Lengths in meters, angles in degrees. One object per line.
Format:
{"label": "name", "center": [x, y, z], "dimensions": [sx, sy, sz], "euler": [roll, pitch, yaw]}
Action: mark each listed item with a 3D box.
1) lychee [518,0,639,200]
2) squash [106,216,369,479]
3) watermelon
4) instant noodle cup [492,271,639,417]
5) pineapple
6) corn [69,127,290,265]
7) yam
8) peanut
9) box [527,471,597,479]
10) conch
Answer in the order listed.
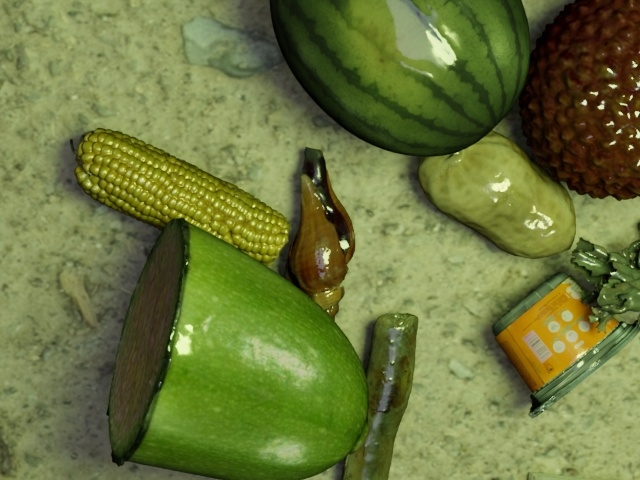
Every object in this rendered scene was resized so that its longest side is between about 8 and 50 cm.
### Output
{"label": "lychee", "center": [0.380, -0.179, 1.444], "dimensions": [0.276, 0.304, 0.275], "euler": [-7, 129, -8]}
{"label": "squash", "center": [-0.076, 0.154, 1.467], "dimensions": [0.309, 0.310, 0.310], "euler": [14, 96, -17]}
{"label": "watermelon", "center": [0.086, -0.266, 1.414], "dimensions": [0.279, 0.279, 0.359], "euler": [-40, 89, 3]}
{"label": "instant noodle cup", "center": [0.303, 0.122, 1.527], "dimensions": [0.125, 0.208, 0.177], "euler": [50, 134, 9]}
{"label": "pineapple", "center": [0.489, 0.054, 1.481], "dimensions": [0.361, 0.175, 0.175], "euler": [-2, 97, -22]}
{"label": "corn", "center": [-0.187, -0.055, 1.516], "dimensions": [0.310, 0.101, 0.101], "euler": [26, 95, -4]}
{"label": "yam", "center": [0.074, 0.247, 1.573], "dimensions": [0.067, 0.071, 0.317], "euler": [15, 97, 27]}
{"label": "peanut", "center": [0.231, -0.061, 1.516], "dimensions": [0.224, 0.129, 0.129], "euler": [31, 94, -7]}
{"label": "box", "center": [0.362, 0.456, 1.584], "dimensions": [0.194, 0.111, 0.260], "euler": [7, 94, -3]}
{"label": "conch", "center": [0.004, 0.003, 1.537], "dimensions": [0.086, 0.080, 0.232], "euler": [9, 98, -25]}
